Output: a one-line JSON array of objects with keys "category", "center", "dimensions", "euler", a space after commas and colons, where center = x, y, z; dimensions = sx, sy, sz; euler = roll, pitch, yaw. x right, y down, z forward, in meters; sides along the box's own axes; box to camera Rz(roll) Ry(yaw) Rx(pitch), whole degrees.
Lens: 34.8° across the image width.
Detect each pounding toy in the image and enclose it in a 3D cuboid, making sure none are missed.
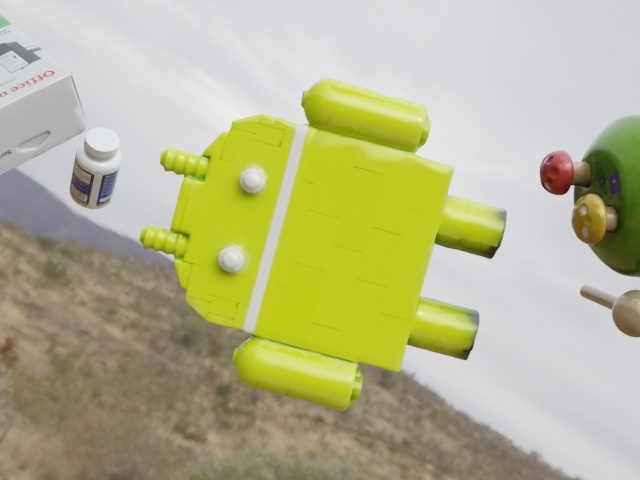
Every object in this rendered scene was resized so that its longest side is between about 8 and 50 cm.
[{"category": "pounding toy", "center": [0.308, -0.023, 1.138], "dimensions": [0.110, 0.237, 0.183], "euler": [-1, 14, -15]}]

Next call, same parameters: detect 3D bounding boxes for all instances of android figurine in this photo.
[{"category": "android figurine", "center": [0.000, 0.000, 0.793], "dimensions": [0.273, 0.248, 0.056], "euler": [17, 0, -3]}]

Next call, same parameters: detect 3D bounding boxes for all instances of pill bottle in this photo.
[{"category": "pill bottle", "center": [-0.331, -0.108, 1.506], "dimensions": [0.067, 0.067, 0.120], "euler": [32, -44, 6]}]

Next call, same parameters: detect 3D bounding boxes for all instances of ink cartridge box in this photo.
[{"category": "ink cartridge box", "center": [-0.407, -0.182, 1.259], "dimensions": [0.208, 0.153, 0.087], "euler": [38, -31, 36]}]
